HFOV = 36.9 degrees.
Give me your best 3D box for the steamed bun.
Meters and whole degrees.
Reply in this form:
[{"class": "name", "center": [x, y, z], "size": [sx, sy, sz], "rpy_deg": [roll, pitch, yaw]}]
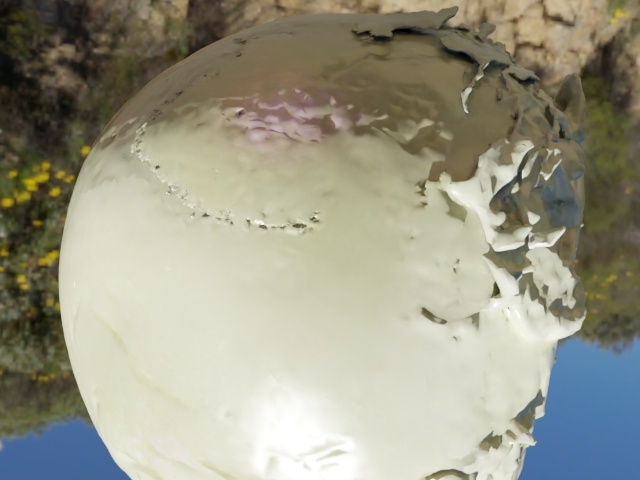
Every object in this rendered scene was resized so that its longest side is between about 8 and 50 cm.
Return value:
[{"class": "steamed bun", "center": [0.000, 0.000, 0.571], "size": [0.311, 0.233, 0.334], "rpy_deg": [9, -131, 4]}]
